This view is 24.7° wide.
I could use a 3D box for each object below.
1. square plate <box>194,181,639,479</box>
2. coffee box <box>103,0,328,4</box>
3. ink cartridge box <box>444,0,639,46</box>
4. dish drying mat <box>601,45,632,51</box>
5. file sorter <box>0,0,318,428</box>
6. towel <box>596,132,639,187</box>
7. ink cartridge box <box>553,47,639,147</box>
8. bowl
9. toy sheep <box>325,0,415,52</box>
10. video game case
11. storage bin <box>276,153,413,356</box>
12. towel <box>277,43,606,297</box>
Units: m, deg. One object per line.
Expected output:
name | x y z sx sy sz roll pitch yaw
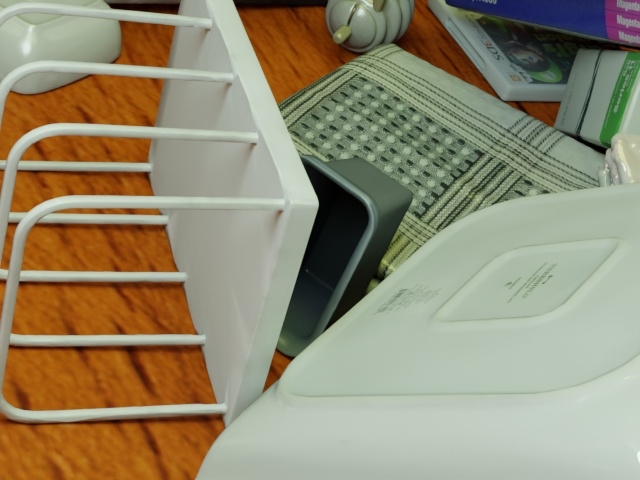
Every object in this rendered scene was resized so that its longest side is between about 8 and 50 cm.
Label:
square plate | 0.131 0.046 0.884 0.344 0.049 0.347 -6 24 44
coffee box | -0.075 -0.313 1.333 0.297 0.168 0.119 -7 55 -42
ink cartridge box | 0.264 -0.212 1.329 0.330 0.071 0.324 4 13 -28
dish drying mat | 0.307 -0.170 1.373 0.083 0.008 0.032 18 4 34
file sorter | -0.137 -0.040 0.962 0.173 0.193 0.278 1 40 -21
towel | 0.375 0.079 1.100 0.317 0.053 0.332 4 61 -23
ink cartridge box | 0.310 -0.109 1.292 0.153 0.087 0.208 16 6 -9
bowl | -0.246 -0.190 1.217 0.142 0.053 0.142 35 38 16
toy sheep | 0.047 -0.222 1.379 0.091 0.091 0.132 33 46 16
video game case | 0.227 -0.199 1.496 0.190 0.022 0.173 -2 42 -29
storage bin | 0.000 0.000 1.039 0.098 0.135 0.091 36 27 20
towel | 0.107 -0.040 1.200 0.324 0.056 0.312 34 37 15
